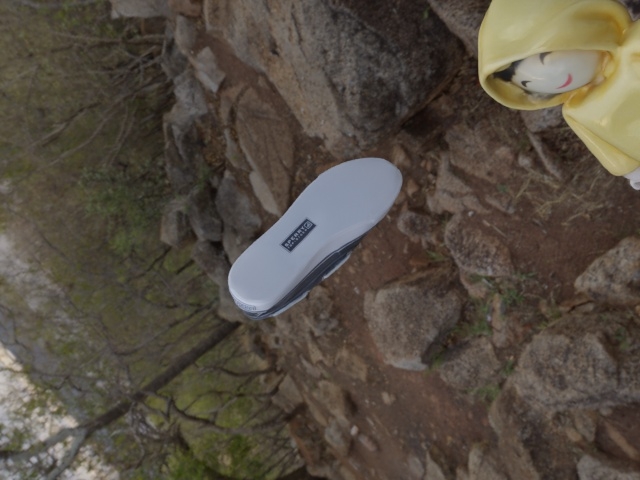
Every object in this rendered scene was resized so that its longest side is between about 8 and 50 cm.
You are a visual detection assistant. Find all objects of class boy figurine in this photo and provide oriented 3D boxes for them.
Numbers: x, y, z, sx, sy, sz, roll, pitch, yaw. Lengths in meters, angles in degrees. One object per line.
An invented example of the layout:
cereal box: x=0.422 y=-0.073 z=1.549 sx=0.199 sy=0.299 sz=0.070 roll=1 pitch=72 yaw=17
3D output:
boy figurine: x=0.237 y=-0.085 z=0.348 sx=0.285 sy=0.092 sz=0.177 roll=29 pitch=165 yaw=-3

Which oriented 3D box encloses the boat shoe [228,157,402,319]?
boat shoe: x=0.000 y=0.000 z=0.771 sx=0.108 sy=0.301 sz=0.102 roll=38 pitch=160 yaw=20
